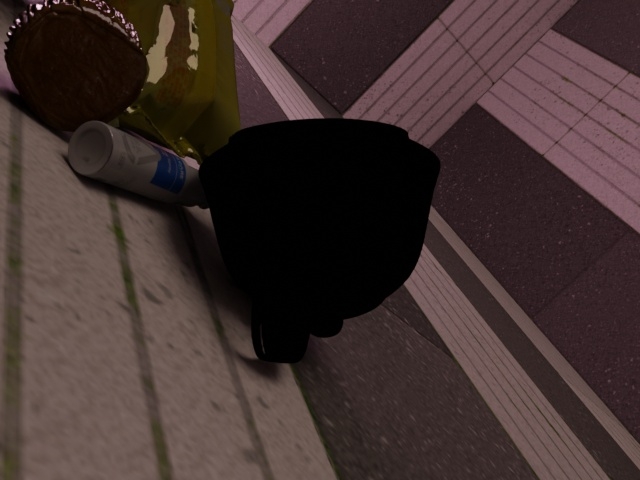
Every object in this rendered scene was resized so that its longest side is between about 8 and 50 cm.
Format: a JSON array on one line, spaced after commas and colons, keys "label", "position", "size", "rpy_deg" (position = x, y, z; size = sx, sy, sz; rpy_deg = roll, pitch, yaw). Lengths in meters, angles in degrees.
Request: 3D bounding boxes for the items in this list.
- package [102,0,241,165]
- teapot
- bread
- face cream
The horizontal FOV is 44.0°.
[{"label": "package", "position": [-0.126, -0.158, 0.626], "size": [0.168, 0.090, 0.226], "rpy_deg": [27, 52, -56]}, {"label": "teapot", "position": [0.000, 0.000, 0.532], "size": [0.159, 0.159, 0.232], "rpy_deg": [44, 23, -4]}, {"label": "bread", "position": [-0.152, -0.112, 0.492], "size": [0.085, 0.085, 0.053], "rpy_deg": [38, 8, -32]}, {"label": "face cream", "position": [-0.109, -0.044, 0.518], "size": [0.034, 0.034, 0.130], "rpy_deg": [49, 10, 23]}]
